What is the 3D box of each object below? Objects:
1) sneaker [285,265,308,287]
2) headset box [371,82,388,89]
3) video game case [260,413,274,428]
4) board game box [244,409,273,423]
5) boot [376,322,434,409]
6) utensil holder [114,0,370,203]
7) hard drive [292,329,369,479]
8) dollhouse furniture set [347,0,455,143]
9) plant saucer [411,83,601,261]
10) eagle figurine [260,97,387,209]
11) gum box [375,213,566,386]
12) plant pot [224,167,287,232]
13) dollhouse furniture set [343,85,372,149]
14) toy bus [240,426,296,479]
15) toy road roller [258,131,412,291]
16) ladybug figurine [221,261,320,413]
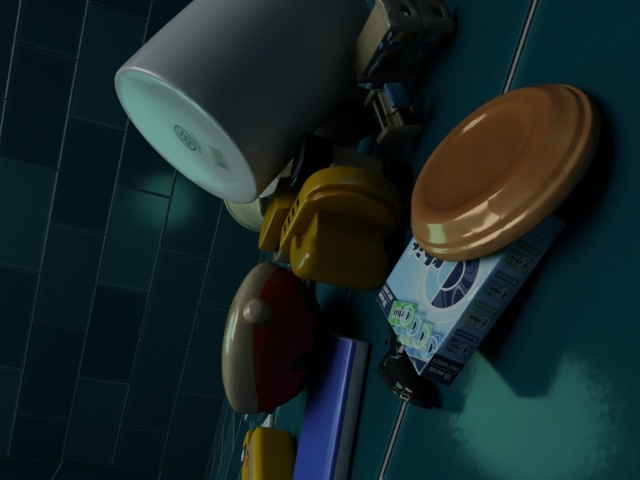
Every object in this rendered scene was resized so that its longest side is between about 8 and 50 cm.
[{"bbox_3d":[-0.057,0.179,1.144,0.093,0.088,0.225,78,-175,-47],"label":"sneaker"},{"bbox_3d":[0.145,-0.373,0.915,0.062,0.032,0.083,-132,56,-75],"label":"headset box"},{"bbox_3d":[-0.175,0.643,1.265,0.143,0.019,0.157,117,161,-46],"label":"video game case"},{"bbox_3d":[-0.180,0.402,1.396,0.336,0.079,0.254,-93,21,-50],"label":"board game box"},{"bbox_3d":[0.114,0.140,0.511,0.121,0.045,0.099,-162,92,-75],"label":"boot"},{"bbox_3d":[-0.132,-0.311,0.777,0.385,0.327,0.327,-54,5,-22],"label":"utensil holder"},{"bbox_3d":[0.010,0.335,0.746,0.210,0.040,0.319,153,129,-73],"label":"hard drive"},{"bbox_3d":[0.149,-0.278,0.671,0.129,0.129,0.184,133,124,-64],"label":"dollhouse furniture set"},{"bbox_3d":[0.158,-0.072,0.396,0.200,0.037,0.200,-47,20,22],"label":"plant saucer"},{"bbox_3d":[0.001,-0.166,0.938,0.225,0.226,0.298,-33,-15,-44],"label":"eagle figurine"},{"bbox_3d":[0.140,0.029,0.434,0.184,0.041,0.157,-61,17,14],"label":"gum box"},{"bbox_3d":[-0.135,-0.158,1.342,0.305,0.333,0.334,32,108,65],"label":"plant pot"},{"bbox_3d":[0.048,-0.318,1.063,0.151,0.123,0.144,-151,75,-77],"label":"dollhouse furniture set"},{"bbox_3d":[-0.115,0.545,0.912,0.333,0.108,0.130,-116,42,-70],"label":"toy bus"},{"bbox_3d":[0.012,-0.005,0.721,0.329,0.202,0.241,123,156,-51],"label":"toy road roller"},{"bbox_3d":[-0.090,0.211,0.860,0.449,0.161,0.305,92,-172,-68],"label":"ladybug figurine"}]
